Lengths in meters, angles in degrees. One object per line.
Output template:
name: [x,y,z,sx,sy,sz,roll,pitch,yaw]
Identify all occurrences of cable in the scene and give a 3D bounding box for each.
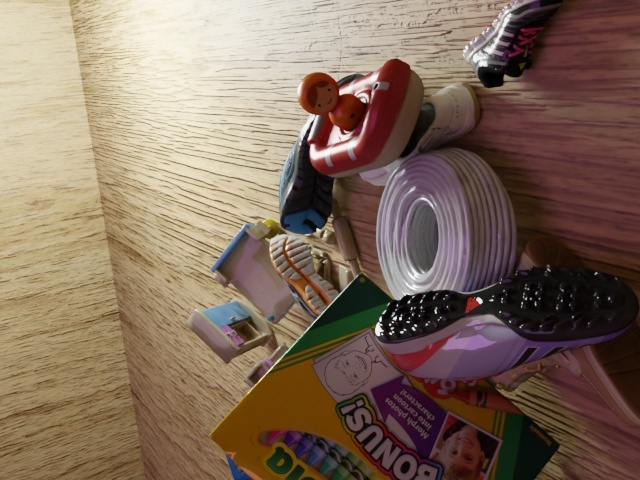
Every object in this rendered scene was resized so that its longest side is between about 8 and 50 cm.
cable: [0.172,-0.006,0.976,0.257,0.089,0.257,122,141,-54]

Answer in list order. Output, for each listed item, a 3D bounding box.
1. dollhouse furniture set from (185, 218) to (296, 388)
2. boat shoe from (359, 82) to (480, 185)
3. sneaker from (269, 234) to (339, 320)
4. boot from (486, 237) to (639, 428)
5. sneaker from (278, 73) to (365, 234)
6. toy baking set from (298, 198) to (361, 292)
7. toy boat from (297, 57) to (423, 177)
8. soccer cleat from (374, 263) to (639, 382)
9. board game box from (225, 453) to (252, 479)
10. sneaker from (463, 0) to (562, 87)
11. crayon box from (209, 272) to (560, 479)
dollhouse furniture set: [-0.101,0.141,1.558,0.286,0.198,0.303,41,106,13]
boat shoe: [0.121,-0.159,1.053,0.277,0.096,0.098,-36,71,56]
sneaker: [-0.041,0.081,1.393,0.215,0.084,0.083,56,157,21]
boot: [0.306,0.155,0.884,0.262,0.095,0.203,60,144,30]
sneaker: [-0.006,-0.170,1.227,0.341,0.125,0.139,-59,32,38]
toy baking set: [0.004,0.000,1.365,0.197,0.030,0.256,-22,83,58]
toy boat: [0.035,-0.186,0.966,0.231,0.151,0.151,-8,61,59]
soccer cleat: [0.223,0.112,0.824,0.318,0.108,0.116,-14,125,34]
board game box: [0.011,0.331,1.200,0.086,0.302,0.308,68,152,16]
sneaker: [0.247,-0.247,0.855,0.170,0.063,0.074,-36,71,62]
crayon box: [0.086,0.283,0.957,0.363,0.313,0.106,41,166,12]
